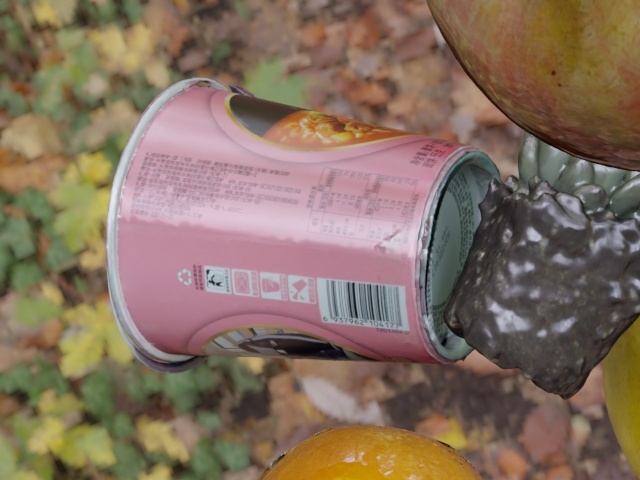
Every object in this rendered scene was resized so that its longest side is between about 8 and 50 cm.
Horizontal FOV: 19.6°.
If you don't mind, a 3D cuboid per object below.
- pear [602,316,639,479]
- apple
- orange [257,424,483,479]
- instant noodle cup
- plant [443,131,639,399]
[{"bbox_3d":[0.355,0.086,1.485,0.285,0.336,0.285,-16,38,14],"label":"pear"},{"bbox_3d":[0.129,-0.116,0.638,0.174,0.188,0.188,-12,29,-40],"label":"apple"},{"bbox_3d":[0.041,0.274,1.559,0.246,0.246,0.246,-11,39,9],"label":"orange"},{"bbox_3d":[0.000,0.000,1.418,0.255,0.244,0.244,6,45,27],"label":"instant noodle cup"},{"bbox_3d":[0.176,0.006,1.308,0.194,0.129,0.132,-64,15,3],"label":"plant"}]
